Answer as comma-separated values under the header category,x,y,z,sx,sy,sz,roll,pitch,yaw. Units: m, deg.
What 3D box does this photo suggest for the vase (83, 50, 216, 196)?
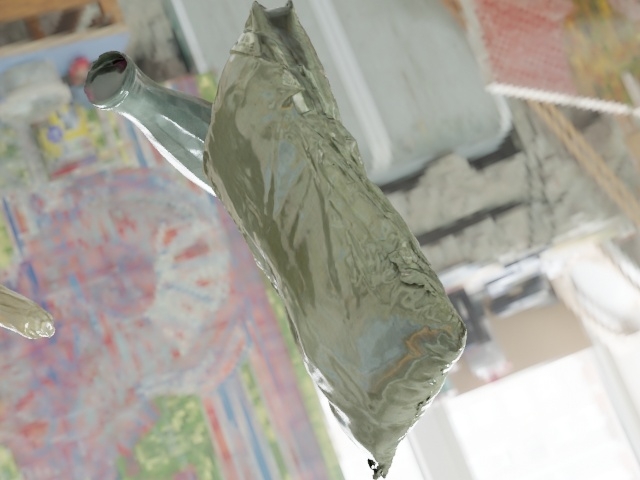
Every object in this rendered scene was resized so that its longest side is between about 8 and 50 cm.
category,x,y,z,sx,sy,sz,roll,pitch,yaw
vase,-0.145,-0.117,1.396,0.086,0.086,0.214,-28,148,22

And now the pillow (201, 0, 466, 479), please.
category,x,y,z,sx,sy,sz,roll,pitch,yaw
pillow,0.000,0.000,0.759,0.050,0.230,0.148,-15,152,-24

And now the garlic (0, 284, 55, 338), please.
category,x,y,z,sx,sy,sz,roll,pitch,yaw
garlic,-0.303,0.025,1.138,0.199,0.226,0.199,-58,165,-25
